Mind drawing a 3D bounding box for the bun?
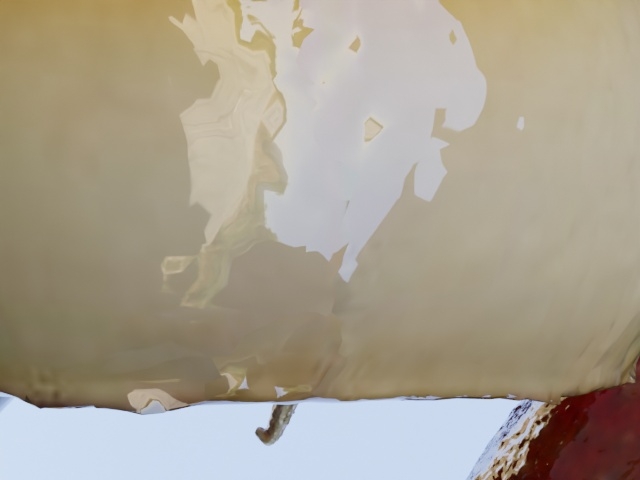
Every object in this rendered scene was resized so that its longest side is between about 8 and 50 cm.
[{"bbox_3d":[-0.052,-0.051,0.457,0.299,0.299,0.164,4,-90,55],"label":"bun"}]

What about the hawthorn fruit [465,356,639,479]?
[{"bbox_3d":[0.135,0.143,0.673,0.215,0.215,0.249,14,-113,55],"label":"hawthorn fruit"}]

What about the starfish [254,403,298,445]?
[{"bbox_3d":[0.005,0.002,1.122,0.295,0.048,0.231,-74,178,-60],"label":"starfish"}]

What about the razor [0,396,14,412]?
[{"bbox_3d":[-0.126,-0.054,0.807,0.327,0.107,0.189,-52,-144,27],"label":"razor"}]
